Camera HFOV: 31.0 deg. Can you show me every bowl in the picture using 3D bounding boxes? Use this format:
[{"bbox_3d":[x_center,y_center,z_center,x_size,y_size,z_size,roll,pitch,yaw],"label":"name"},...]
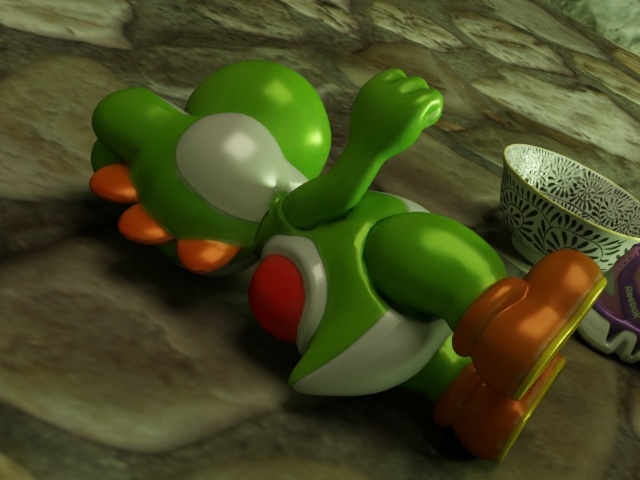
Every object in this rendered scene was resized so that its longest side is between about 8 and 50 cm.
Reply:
[{"bbox_3d":[0.235,-0.016,1.118,0.170,0.080,0.170,22,23,-10],"label":"bowl"}]

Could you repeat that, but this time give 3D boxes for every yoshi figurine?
[{"bbox_3d":[0.016,-0.021,0.796,0.362,0.204,0.203,31,8,17],"label":"yoshi figurine"}]

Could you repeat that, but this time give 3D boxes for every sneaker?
[{"bbox_3d":[0.340,0.077,1.006,0.236,0.105,0.095,25,22,-6],"label":"sneaker"}]
